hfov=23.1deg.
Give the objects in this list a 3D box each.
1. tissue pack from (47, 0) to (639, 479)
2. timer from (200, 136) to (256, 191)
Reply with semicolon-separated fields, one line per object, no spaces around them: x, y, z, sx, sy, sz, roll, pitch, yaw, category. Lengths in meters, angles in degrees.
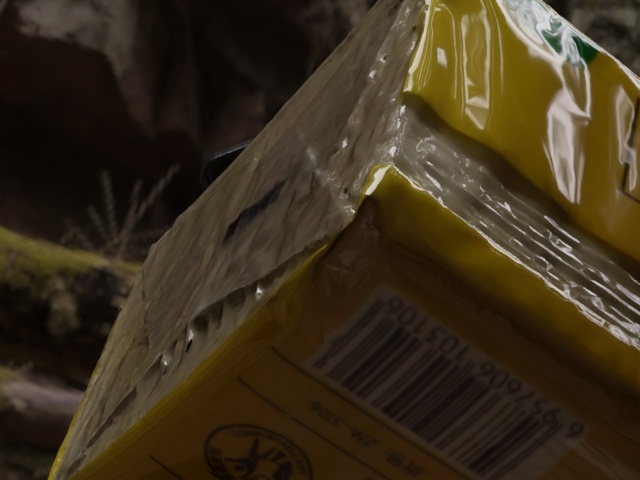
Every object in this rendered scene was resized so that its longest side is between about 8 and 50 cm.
0.109;0.092;0.762;0.382;0.228;0.293;35;-49;-14;tissue pack
0.000;0.000;1.238;0.144;0.055;0.187;-21;-80;0;timer
